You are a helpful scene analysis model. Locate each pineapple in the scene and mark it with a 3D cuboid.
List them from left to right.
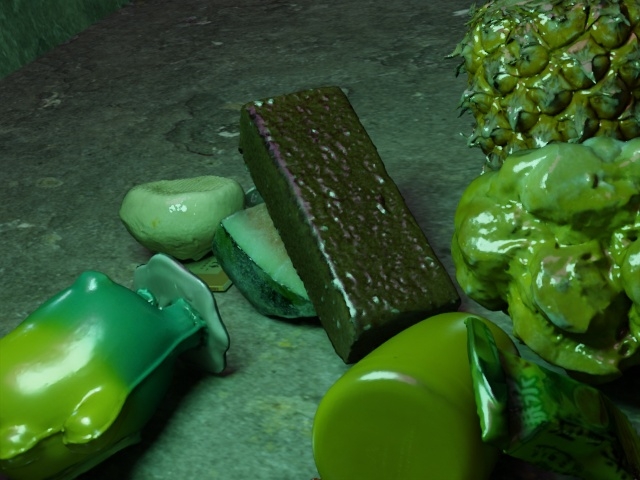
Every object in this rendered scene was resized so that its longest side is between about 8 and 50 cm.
[{"bbox_3d":[0.353,-0.232,1.711,0.352,0.300,0.352,-16,22,7],"label":"pineapple"}]

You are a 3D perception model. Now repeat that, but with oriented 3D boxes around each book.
[{"bbox_3d":[-0.190,0.044,1.882,0.172,0.012,0.118,-1,33,35],"label":"book"}]

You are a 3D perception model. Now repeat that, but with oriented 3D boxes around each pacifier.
[{"bbox_3d":[-0.077,-0.059,1.949,0.099,0.081,0.078,-6,58,-16],"label":"pacifier"}]

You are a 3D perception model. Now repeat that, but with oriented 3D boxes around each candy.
[{"bbox_3d":[0.232,0.179,1.150,0.069,0.246,0.149,-51,28,32],"label":"candy"}]

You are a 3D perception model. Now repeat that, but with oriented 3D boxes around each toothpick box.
[{"bbox_3d":[0.117,0.173,1.222,0.175,0.175,0.271,-7,10,25],"label":"toothpick box"}]

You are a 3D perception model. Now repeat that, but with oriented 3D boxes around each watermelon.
[{"bbox_3d":[0.000,0.000,1.690,0.257,0.193,0.140,-36,-13,-23],"label":"watermelon"}]

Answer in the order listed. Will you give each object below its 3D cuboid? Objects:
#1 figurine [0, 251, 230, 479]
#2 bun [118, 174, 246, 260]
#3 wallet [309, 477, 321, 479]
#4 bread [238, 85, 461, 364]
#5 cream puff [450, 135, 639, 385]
[{"bbox_3d":[-0.305,0.168,1.510,0.340,0.231,0.324,-34,28,-35],"label":"figurine"},{"bbox_3d":[-0.220,-0.033,1.912,0.222,0.127,0.222,-5,9,1],"label":"bun"},{"bbox_3d":[0.043,0.304,1.213,0.204,0.045,0.142,0,31,35],"label":"wallet"},{"bbox_3d":[0.029,-0.030,1.574,0.165,0.113,0.416,-14,53,-17],"label":"bread"},{"bbox_3d":[0.310,0.045,1.308,0.324,0.291,0.257,-2,60,5],"label":"cream puff"}]
